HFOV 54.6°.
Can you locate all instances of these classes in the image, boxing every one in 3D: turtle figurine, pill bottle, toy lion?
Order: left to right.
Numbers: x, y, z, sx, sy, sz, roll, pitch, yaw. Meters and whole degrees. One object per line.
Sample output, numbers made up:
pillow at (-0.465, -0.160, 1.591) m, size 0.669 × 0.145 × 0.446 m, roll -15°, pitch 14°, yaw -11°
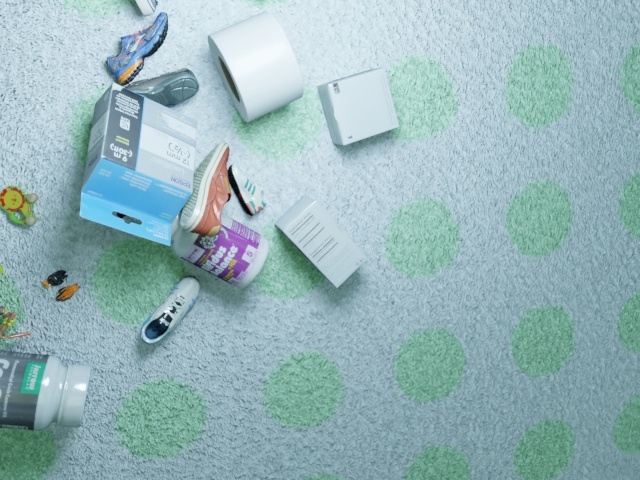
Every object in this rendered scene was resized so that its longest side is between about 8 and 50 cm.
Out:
turtle figurine at (-0.904, 0.160, 1.660) m, size 0.270 × 0.087 × 0.217 m, roll 13°, pitch 115°, yaw -16°
pill bottle at (-0.822, 0.404, 1.678) m, size 0.361 × 0.204 × 0.204 m, roll 10°, pitch 99°, yaw -18°
toy lion at (-0.811, -0.095, 1.664) m, size 0.096 × 0.034 × 0.100 m, roll 6°, pitch 101°, yaw -10°
pill bottle at (-0.309, 0.000, 1.751) m, size 0.302 × 0.169 × 0.169 m, roll 30°, pitch 93°, yaw -19°

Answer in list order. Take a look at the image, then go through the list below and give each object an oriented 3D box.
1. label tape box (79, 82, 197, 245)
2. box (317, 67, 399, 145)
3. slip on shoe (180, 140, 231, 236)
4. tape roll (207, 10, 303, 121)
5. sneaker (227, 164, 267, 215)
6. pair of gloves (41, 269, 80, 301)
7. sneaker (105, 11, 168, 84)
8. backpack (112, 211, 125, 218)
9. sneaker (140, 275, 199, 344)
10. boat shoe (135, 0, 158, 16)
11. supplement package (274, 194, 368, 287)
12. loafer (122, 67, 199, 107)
label tape box at (-0.449, -0.190, 1.562) m, size 0.249 × 0.115 × 0.347 m, roll 22°, pitch 52°, yaw -38°
box at (0.108, -0.391, 1.810) m, size 0.182 × 0.119 × 0.181 m, roll -20°, pitch 107°, yaw -11°
slip on shoe at (-0.292, -0.139, 1.677) m, size 0.101 × 0.331 × 0.123 m, roll 31°, pitch 132°, yaw -27°
tape roll at (-0.171, -0.460, 1.649) m, size 0.169 × 0.246 × 0.246 m, roll -27°, pitch 108°, yaw -8°
sneaker at (-0.211, -0.156, 1.812) m, size 0.075 × 0.057 × 0.161 m, roll -32°, pitch 108°, yaw -24°
pair of gloves at (-0.729, 0.127, 1.745) m, size 0.074 × 0.010 × 0.083 m, roll -36°, pitch 106°, yaw -4°
sneaker at (-0.481, -0.520, 1.637) m, size 0.087 × 0.083 × 0.221 m, roll 39°, pitch 86°, yaw -12°
backpack at (-0.559, -0.129, 1.645) m, size 0.115 × 0.182 × 0.151 m, roll 10°, pitch 100°, yaw -18°
sneaker at (-0.433, 0.208, 1.808) m, size 0.085 × 0.086 × 0.237 m, roll 40°, pitch 88°, yaw -18°
boat shoe at (-0.439, -0.758, 1.567) m, size 0.158 × 0.127 × 0.340 m, roll -18°, pitch 106°, yaw -3°
supplement package at (0.000, 0.000, 1.855) m, size 0.134 × 0.139 × 0.244 m, roll -44°, pitch 108°, yaw -4°
loafer at (-0.462, -0.396, 1.681) m, size 0.268 × 0.084 × 0.096 m, roll -20°, pitch 138°, yaw -7°
